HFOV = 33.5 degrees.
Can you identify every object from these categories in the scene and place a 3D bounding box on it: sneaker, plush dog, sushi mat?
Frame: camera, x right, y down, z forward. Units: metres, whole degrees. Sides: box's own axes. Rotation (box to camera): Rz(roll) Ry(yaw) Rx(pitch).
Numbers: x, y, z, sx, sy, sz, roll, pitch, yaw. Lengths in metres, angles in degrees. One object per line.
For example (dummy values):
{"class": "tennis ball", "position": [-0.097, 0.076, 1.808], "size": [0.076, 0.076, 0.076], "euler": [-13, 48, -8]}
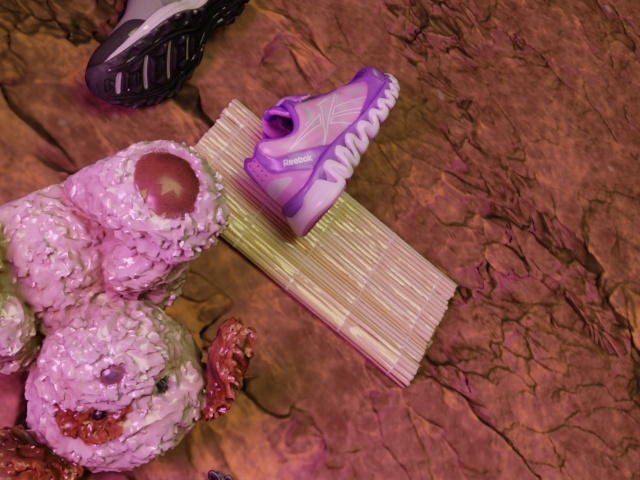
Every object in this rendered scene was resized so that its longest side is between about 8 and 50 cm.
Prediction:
{"class": "sneaker", "position": [-0.156, -0.229, 1.048], "size": [0.108, 0.100, 0.271], "euler": [24, 50, 9]}
{"class": "plush dog", "position": [-0.178, 0.070, 0.809], "size": [0.262, 0.210, 0.225], "euler": [-23, 93, -15]}
{"class": "sushi mat", "position": [0.000, 0.000, 1.063], "size": [0.316, 0.019, 0.151], "euler": [40, 46, -10]}
{"class": "sneaker", "position": [-0.001, -0.114, 1.062], "size": [0.105, 0.095, 0.236], "euler": [35, 47, -4]}

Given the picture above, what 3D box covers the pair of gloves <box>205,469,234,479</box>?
{"class": "pair of gloves", "position": [-0.087, 0.231, 0.863], "size": [0.083, 0.010, 0.074], "euler": [-33, 85, -44]}
